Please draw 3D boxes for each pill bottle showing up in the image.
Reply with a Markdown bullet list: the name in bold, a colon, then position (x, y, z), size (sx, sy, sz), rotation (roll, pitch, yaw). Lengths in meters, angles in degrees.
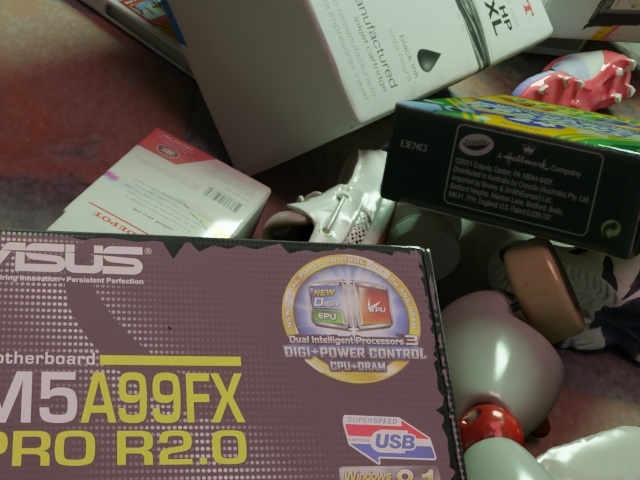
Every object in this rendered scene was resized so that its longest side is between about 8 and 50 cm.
- **pill bottle**: position (0.089, -0.029, 1.024), size (0.078, 0.078, 0.137), rotation (15, 38, -15)

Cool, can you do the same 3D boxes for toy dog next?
- **toy dog**: position (0.133, 0.146, 0.780), size (0.161, 0.220, 0.333), rotation (55, 37, -21)

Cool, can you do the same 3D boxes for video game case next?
- **video game case**: position (-0.119, -0.242, 1.204), size (0.285, 0.025, 0.204), rotation (36, 38, 12)

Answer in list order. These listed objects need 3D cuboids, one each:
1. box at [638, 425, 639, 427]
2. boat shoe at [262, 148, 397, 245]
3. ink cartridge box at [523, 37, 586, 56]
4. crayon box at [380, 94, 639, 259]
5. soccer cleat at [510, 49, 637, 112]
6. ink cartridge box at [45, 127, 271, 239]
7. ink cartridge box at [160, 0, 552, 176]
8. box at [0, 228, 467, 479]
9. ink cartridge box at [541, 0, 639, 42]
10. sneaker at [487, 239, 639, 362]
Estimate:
- **box**: position (0.406, 0.229, 0.903), size (0.293, 0.073, 0.295), rotation (43, 40, 22)
- **boat shoe**: position (0.000, 0.000, 0.920), size (0.096, 0.098, 0.277), rotation (23, 38, -5)
- **ink cartridge box**: position (0.186, -0.354, 1.485), size (0.296, 0.066, 0.261), rotation (-1, 45, -32)
- **crayon box**: position (0.209, -0.068, 0.961), size (0.203, 0.083, 0.323), rotation (15, 13, 23)
- **soccer cleat**: position (0.290, -0.181, 1.341), size (0.095, 0.083, 0.248), rotation (17, 30, 41)
- **ink cartridge box**: position (-0.132, 0.001, 0.868), size (0.115, 0.067, 0.198), rotation (29, 35, 5)
- **ink cartridge box**: position (0.036, -0.268, 1.109), size (0.395, 0.166, 0.285), rotation (-30, 99, -48)
- **box**: position (-0.060, 0.103, 0.590), size (0.270, 0.060, 0.216), rotation (3, 59, -15)
- **ink cartridge box**: position (0.348, -0.373, 1.441), size (0.306, 0.131, 0.226), rotation (-4, 49, -33)
- **sneaker**: position (0.252, 0.023, 1.045), size (0.235, 0.094, 0.153), rotation (14, 37, -16)
